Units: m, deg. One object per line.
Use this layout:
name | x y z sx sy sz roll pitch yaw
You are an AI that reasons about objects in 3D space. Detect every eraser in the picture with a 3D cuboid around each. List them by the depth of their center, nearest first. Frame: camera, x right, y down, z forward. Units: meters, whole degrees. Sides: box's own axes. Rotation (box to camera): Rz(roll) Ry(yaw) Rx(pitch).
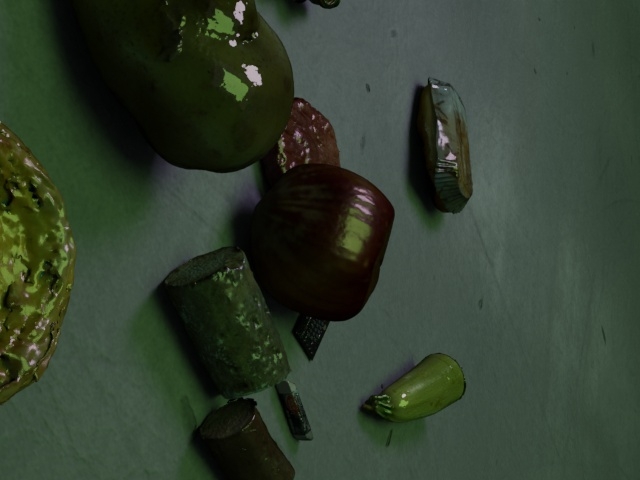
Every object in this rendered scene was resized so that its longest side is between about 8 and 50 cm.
eraser | -0.037 0.239 1.462 0.019 0.027 0.099 -35 112 -54

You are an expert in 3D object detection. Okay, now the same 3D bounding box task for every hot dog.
hot dog | 0.230 -0.180 1.960 0.162 0.082 0.270 50 34 -51

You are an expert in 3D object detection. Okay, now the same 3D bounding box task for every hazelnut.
hazelnut | -0.002 0.000 1.459 0.181 0.181 0.212 64 45 -76

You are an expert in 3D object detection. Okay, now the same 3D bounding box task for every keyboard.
keyboard | 0.006 0.091 1.590 0.063 0.010 0.198 61 37 -31

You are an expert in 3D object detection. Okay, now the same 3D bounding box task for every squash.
squash | 0.142 0.249 1.706 0.224 0.094 0.094 -12 91 -50

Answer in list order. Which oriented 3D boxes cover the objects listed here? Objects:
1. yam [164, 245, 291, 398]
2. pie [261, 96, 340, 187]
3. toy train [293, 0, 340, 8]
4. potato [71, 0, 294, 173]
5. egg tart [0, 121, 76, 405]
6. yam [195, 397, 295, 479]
yam | -0.110 0.112 1.313 0.107 0.107 0.194 -50 124 -51
pie | -0.026 -0.124 1.564 0.182 0.050 0.182 18 68 -54
toy train | -0.023 -0.448 1.590 0.225 0.090 0.137 33 82 -50
potato | -0.173 -0.239 1.238 0.351 0.202 0.218 54 50 -14
egg tart | -0.348 0.020 0.967 0.291 0.107 0.290 19 68 -59
yam | -0.091 0.267 1.319 0.127 0.084 0.084 62 36 -24
